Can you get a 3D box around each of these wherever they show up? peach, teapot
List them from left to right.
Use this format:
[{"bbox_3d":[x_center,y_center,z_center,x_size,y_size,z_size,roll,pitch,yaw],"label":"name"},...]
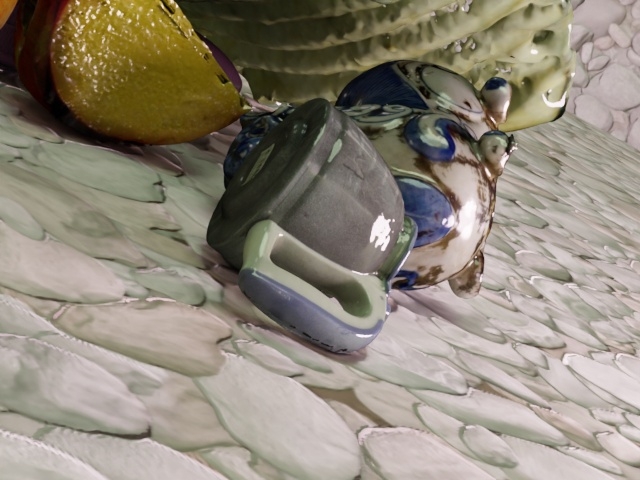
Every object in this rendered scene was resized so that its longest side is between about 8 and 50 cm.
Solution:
[{"bbox_3d":[-0.130,-0.132,1.021,0.172,0.127,0.092,22,11,-37],"label":"peach"},{"bbox_3d":[0.006,-0.009,0.869,0.108,0.111,0.149,37,5,-17],"label":"teapot"}]

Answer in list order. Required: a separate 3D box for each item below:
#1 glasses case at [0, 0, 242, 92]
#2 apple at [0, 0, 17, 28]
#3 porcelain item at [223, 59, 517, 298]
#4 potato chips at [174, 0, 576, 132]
[{"bbox_3d":[-0.197,-0.160,1.106,0.316,0.076,0.123,15,16,-40],"label":"glasses case"},{"bbox_3d":[-0.264,-0.171,0.842,0.195,0.160,0.173,26,10,3],"label":"apple"},{"bbox_3d":[0.039,-0.050,1.073,0.186,0.138,0.288,10,17,5],"label":"porcelain item"},{"bbox_3d":[0.010,-0.183,1.229,0.389,0.097,0.373,5,-13,25],"label":"potato chips"}]
